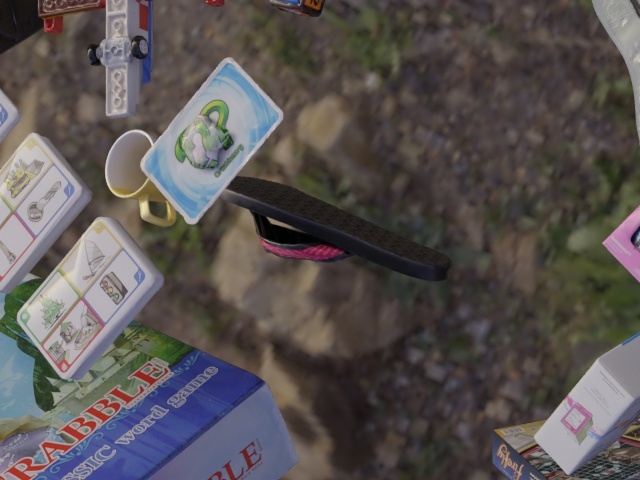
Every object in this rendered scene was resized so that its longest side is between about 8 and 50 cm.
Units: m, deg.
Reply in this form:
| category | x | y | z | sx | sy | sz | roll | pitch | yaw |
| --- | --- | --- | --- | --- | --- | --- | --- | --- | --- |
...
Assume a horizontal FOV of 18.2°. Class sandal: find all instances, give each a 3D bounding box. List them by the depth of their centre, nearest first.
| category | x | y | z | sx | sy | sz | roll | pitch | yaw |
| --- | --- | --- | --- | --- | --- | --- | --- | --- | --- |
| sandal | 0.000 | 0.000 | 1.339 | 0.179 | 0.067 | 0.040 | 23 | 107 | 14 |

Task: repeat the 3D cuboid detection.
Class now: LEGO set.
| category | x | y | z | sx | sy | sz | roll | pitch | yaw |
| --- | --- | --- | --- | --- | --- | --- | --- | --- | --- |
| LEGO set | -0.100 | -0.073 | 1.058 | 0.244 | 0.060 | 0.182 | -50 | 64 | 15 |

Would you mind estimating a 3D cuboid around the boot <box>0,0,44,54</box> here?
| category | x | y | z | sx | sy | sz | roll | pitch | yaw |
| --- | --- | --- | --- | --- | --- | --- | --- | --- | --- |
| boot | -0.306 | -0.352 | 1.969 | 0.284 | 0.377 | 0.138 | 44 | 158 | 25 |

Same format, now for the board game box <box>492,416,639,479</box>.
| category | x | y | z | sx | sy | sz | roll | pitch | yaw |
| --- | --- | --- | --- | --- | --- | --- | --- | --- | --- |
| board game box | 0.315 | 0.216 | 1.985 | 0.243 | 0.165 | 0.042 | -9 | 110 | -18 |

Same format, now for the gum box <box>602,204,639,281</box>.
| category | x | y | z | sx | sy | sz | roll | pitch | yaw |
| --- | --- | --- | --- | --- | --- | --- | --- | --- | --- |
| gum box | 0.334 | -0.005 | 1.785 | 0.107 | 0.188 | 0.062 | -48 | 66 | 13 |

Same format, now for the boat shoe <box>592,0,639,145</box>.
| category | x | y | z | sx | sy | sz | roll | pitch | yaw |
| --- | --- | --- | --- | --- | --- | --- | --- | --- | --- |
| boat shoe | 0.312 | -0.136 | 1.630 | 0.094 | 0.302 | 0.109 | 14 | 136 | -32 |

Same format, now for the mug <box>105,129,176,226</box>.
| category | x | y | z | sx | sy | sz | roll | pitch | yaw |
| --- | --- | --- | --- | --- | --- | --- | --- | --- | --- |
| mug | -0.153 | -0.055 | 1.799 | 0.062 | 0.078 | 0.064 | 13 | 176 | 41 |

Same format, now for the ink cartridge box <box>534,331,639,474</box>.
| category | x | y | z | sx | sy | sz | roll | pitch | yaw |
| --- | --- | --- | --- | --- | --- | --- | --- | --- | --- |
| ink cartridge box | 0.261 | 0.147 | 1.817 | 0.052 | 0.088 | 0.122 | 48 | 133 | 16 |

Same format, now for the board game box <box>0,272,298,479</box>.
| category | x | y | z | sx | sy | sz | roll | pitch | yaw |
| --- | --- | --- | --- | --- | --- | --- | --- | --- | --- |
| board game box | -0.231 | 0.146 | 1.115 | 0.318 | 0.319 | 0.066 | 19 | 138 | 46 |
